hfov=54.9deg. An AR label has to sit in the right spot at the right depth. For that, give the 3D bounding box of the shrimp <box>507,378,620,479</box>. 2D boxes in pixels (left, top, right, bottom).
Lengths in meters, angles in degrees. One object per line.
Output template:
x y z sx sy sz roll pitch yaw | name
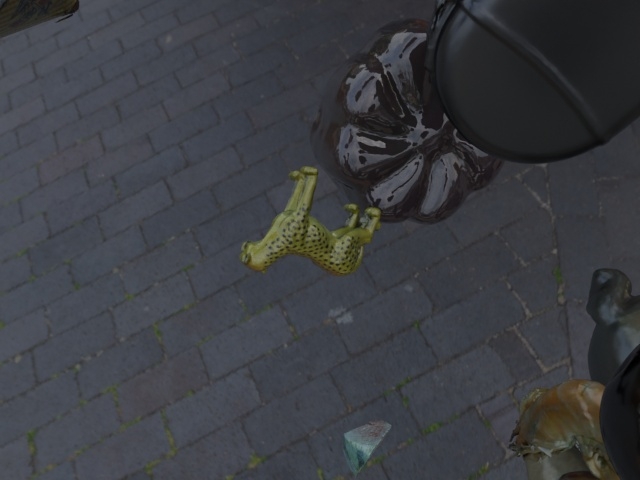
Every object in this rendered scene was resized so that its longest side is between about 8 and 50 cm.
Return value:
0.289 0.238 0.705 0.053 0.236 0.133 -32 70 -29 | shrimp

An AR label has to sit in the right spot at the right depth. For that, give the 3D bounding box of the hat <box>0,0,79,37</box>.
-0.227 -0.208 0.484 0.192 0.082 0.193 -16 63 32 | hat

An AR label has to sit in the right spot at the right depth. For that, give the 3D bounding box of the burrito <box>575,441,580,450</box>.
0.435 0.355 1.080 0.064 0.064 0.203 -8 43 10 | burrito

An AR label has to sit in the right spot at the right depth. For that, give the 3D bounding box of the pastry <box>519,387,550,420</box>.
0.507 0.400 1.361 0.081 0.153 0.153 -9 50 -21 | pastry

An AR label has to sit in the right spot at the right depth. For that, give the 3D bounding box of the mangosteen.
0.261 0.133 0.425 0.137 0.151 0.137 -6 57 9 | mangosteen

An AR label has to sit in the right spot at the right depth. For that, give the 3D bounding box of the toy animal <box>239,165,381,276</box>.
0.000 0.000 0.775 0.073 0.181 0.136 10 76 52 | toy animal

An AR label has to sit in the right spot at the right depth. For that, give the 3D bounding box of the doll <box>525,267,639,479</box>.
0.413 0.233 0.810 0.378 0.252 0.383 -31 43 11 | doll

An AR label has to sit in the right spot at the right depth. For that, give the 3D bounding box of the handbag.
0.255 -0.215 0.640 0.308 0.253 0.093 -45 22 35 | handbag

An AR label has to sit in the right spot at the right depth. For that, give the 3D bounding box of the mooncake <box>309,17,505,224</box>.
0.138 -0.166 0.902 0.305 0.306 0.154 -25 23 -3 | mooncake

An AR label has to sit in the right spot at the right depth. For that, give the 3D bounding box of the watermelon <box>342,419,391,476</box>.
0.090 0.426 1.265 0.094 0.180 0.081 -8 53 -35 | watermelon
